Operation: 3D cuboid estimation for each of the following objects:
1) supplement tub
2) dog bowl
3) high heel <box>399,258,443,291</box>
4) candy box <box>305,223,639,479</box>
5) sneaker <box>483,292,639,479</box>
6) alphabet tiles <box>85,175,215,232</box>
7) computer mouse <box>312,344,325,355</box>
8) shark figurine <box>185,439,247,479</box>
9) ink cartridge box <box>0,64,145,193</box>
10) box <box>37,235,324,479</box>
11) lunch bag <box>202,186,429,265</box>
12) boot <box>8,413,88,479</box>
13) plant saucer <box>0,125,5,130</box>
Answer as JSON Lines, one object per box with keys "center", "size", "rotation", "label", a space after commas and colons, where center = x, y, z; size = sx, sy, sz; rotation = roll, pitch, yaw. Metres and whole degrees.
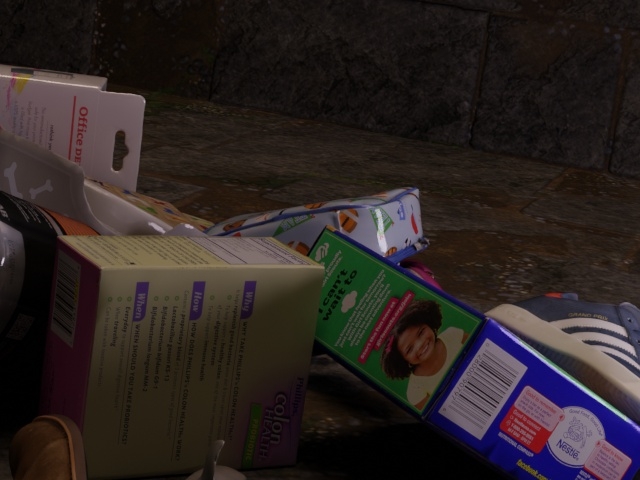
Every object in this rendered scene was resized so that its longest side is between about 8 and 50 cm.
{"center": [-0.326, 0.053, 1.653], "size": [0.193, 0.193, 0.316], "rotation": [14, -6, 26], "label": "supplement tub"}
{"center": [-0.279, -0.016, 2.045], "size": [0.349, 0.102, 0.349], "rotation": [28, -4, 2], "label": "dog bowl"}
{"center": [0.155, 0.076, 2.246], "size": [0.117, 0.082, 0.244], "rotation": [4, 5, -23], "label": "high heel"}
{"center": [0.137, 0.135, 1.616], "size": [0.268, 0.122, 0.317], "rotation": [36, -4, -33], "label": "candy box"}
{"center": [0.322, 0.141, 1.716], "size": [0.148, 0.131, 0.350], "rotation": [-19, 32, -23], "label": "sneaker"}
{"center": [-0.262, -0.039, 2.466], "size": [0.285, 0.011, 0.342], "rotation": [19, 7, -24], "label": "alphabet tiles"}
{"center": [-0.011, 0.099, 1.859], "size": [0.184, 0.060, 0.262], "rotation": [-2, -9, -31], "label": "computer mouse"}
{"center": [-0.063, 0.229, 1.348], "size": [0.166, 0.116, 0.278], "rotation": [-3, 15, -36], "label": "shark figurine"}
{"center": [-0.469, -0.176, 2.655], "size": [0.353, 0.207, 0.119], "rotation": [7, 14, -3], "label": "ink cartridge box"}
{"center": [-0.140, 0.111, 1.580], "size": [0.243, 0.213, 0.117], "rotation": [0, 15, -30], "label": "box"}
{"center": [0.000, 0.000, 2.236], "size": [0.303, 0.115, 0.243], "rotation": [-8, 5, 20], "label": "lunch bag"}
{"center": [-0.239, 0.224, 1.293], "size": [0.115, 0.112, 0.305], "rotation": [-7, 18, -15], "label": "boot"}
{"center": [-0.456, -0.099, 2.413], "size": [0.259, 0.048, 0.258], "rotation": [51, -11, -30], "label": "plant saucer"}
